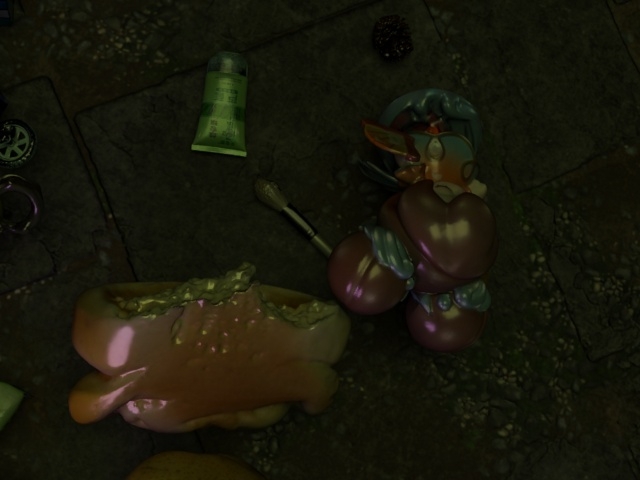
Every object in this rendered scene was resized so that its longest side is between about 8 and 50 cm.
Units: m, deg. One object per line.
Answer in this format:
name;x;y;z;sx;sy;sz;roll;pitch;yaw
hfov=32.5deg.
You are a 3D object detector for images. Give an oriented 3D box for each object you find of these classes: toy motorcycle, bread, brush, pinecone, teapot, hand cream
toy motorcycle;-0.597;-0.218;1.772;0.169;0.113;0.315;-39;79;-4
bread;-0.161;0.167;1.660;0.423;0.329;0.245;2;80;-20
brush;0.000;0.000;1.865;0.299;0.039;0.042;43;76;-1
pinecone;0.128;-0.356;1.929;0.083;0.077;0.077;46;76;-17
teapot;-0.563;-0.017;1.724;0.269;0.173;0.183;-15;122;-10
hand cream;-0.164;-0.234;1.873;0.095;0.046;0.175;7;81;-10

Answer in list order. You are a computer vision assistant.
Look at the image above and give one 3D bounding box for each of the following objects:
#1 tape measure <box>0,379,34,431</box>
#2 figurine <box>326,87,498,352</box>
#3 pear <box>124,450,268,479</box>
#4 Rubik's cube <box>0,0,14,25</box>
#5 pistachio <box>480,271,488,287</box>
tape measure;-0.572;0.283;1.691;0.175;0.106;0.200;33;79;-17
figurine;0.159;-0.043;1.739;0.276;0.248;0.388;25;35;-22
pear;-0.179;0.468;1.633;0.314;0.314;0.315;2;80;-9
Rubik's cube;-0.578;-0.451;1.788;0.151;0.154;0.155;3;80;-9
pistachio;0.224;0.085;1.858;0.110;0.100;0.189;33;61;-27
